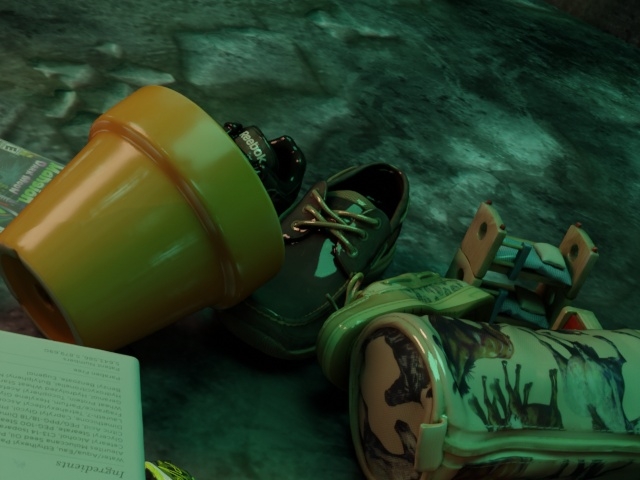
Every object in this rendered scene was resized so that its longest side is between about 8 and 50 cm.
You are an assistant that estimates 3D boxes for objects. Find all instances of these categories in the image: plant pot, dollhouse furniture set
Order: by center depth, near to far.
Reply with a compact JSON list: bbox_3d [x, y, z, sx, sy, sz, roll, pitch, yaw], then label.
[{"bbox_3d":[-0.167,0.001,1.035,0.188,0.205,0.205,-38,60,-26],"label":"plant pot"},{"bbox_3d":[0.232,0.066,1.300,0.129,0.129,0.183,13,29,-19],"label":"dollhouse furniture set"}]

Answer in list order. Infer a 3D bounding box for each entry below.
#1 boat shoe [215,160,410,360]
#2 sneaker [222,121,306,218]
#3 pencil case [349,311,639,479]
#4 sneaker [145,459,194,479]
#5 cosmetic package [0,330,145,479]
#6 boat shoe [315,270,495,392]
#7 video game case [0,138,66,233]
[{"bbox_3d":[0.000,0.000,1.243,0.132,0.130,0.355,26,27,7],"label":"boat shoe"},{"bbox_3d":[-0.120,-0.062,1.240,0.276,0.135,0.097,-6,54,-46],"label":"sneaker"},{"bbox_3d":[0.215,0.155,1.090,0.410,0.160,0.183,6,7,-31],"label":"pencil case"},{"bbox_3d":[-0.105,0.193,0.923,0.083,0.031,0.035,37,30,26],"label":"sneaker"},{"bbox_3d":[-0.198,0.168,0.726,0.151,0.151,0.183,14,28,-19],"label":"cosmetic package"},{"bbox_3d":[0.072,0.084,1.193,0.089,0.104,0.285,33,18,28],"label":"boat shoe"},{"bbox_3d":[-0.291,-0.034,1.204,0.173,0.022,0.190,22,27,-1],"label":"video game case"}]
